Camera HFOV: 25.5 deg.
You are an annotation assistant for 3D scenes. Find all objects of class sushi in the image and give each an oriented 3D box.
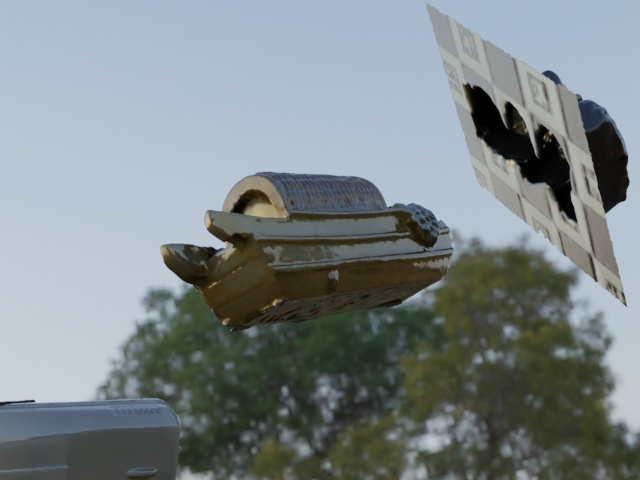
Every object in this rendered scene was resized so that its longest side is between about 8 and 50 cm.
[{"bbox_3d":[0.288,-0.136,1.737,0.100,0.373,0.296,-27,-57,-10],"label":"sushi"}]

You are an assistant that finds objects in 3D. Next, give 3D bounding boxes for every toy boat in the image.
[{"bbox_3d":[0.000,0.000,1.158,0.089,0.115,0.310,-33,-17,37],"label":"toy boat"},{"bbox_3d":[-0.270,0.215,1.365,0.269,0.141,0.141,4,-25,-26],"label":"toy boat"}]
